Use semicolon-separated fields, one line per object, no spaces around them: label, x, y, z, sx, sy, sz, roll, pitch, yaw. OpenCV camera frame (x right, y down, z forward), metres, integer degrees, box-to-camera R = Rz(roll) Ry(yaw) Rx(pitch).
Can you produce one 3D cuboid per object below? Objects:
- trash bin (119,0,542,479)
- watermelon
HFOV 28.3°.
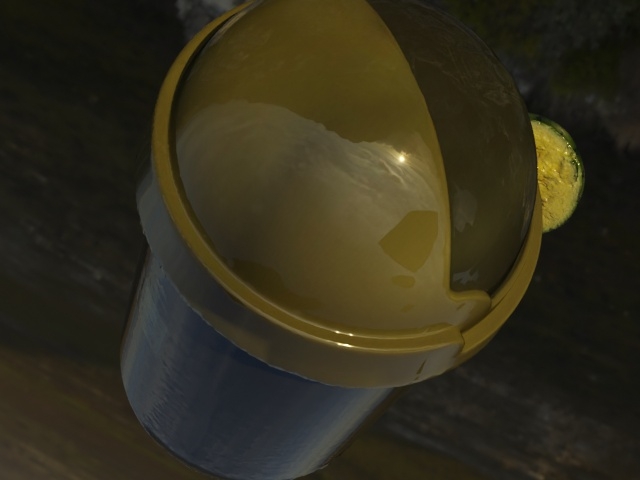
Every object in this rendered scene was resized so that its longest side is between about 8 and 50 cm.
trash bin;0.000;0.000;0.693;0.214;0.214;0.334;28;146;2
watermelon;0.166;-0.060;1.031;0.105;0.062;0.106;12;124;19
